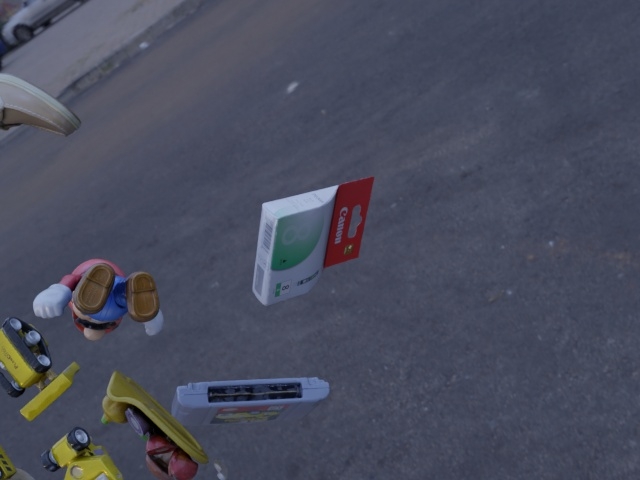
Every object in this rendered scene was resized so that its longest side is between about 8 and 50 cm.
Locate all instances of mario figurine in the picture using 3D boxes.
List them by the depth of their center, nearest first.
[{"bbox_3d":[-0.376,0.126,1.268,0.170,0.198,0.320,-46,12,-21],"label":"mario figurine"}]

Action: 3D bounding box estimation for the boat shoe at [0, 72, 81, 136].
[{"bbox_3d":[-0.545,-0.222,1.202,0.109,0.302,0.098,93,-162,-74],"label":"boat shoe"}]

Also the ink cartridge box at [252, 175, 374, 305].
[{"bbox_3d":[0.000,0.000,1.203,0.224,0.181,0.056,-14,42,-30],"label":"ink cartridge box"}]

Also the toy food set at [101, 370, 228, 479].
[{"bbox_3d":[-0.223,0.276,0.986,0.071,0.218,0.128,-46,5,-12],"label":"toy food set"}]

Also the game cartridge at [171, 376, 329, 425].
[{"bbox_3d":[-0.146,0.326,1.457,0.196,0.294,0.060,125,143,-64],"label":"game cartridge"}]

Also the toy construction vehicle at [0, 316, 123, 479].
[{"bbox_3d":[-0.142,0.098,0.360,0.086,0.098,0.035,-44,-8,12],"label":"toy construction vehicle"}]
